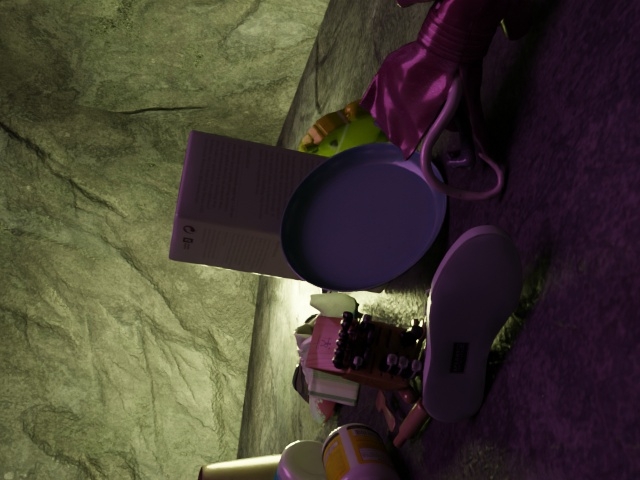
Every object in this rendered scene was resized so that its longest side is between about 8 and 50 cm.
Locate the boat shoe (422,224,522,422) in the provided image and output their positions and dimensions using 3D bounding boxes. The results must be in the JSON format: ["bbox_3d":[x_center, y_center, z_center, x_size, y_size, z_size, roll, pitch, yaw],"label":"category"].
[{"bbox_3d":[0.192,0.099,0.982,0.105,0.113,0.306,-86,-5,-57],"label":"boat shoe"}]

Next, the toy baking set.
[{"bbox_3d":[0.153,0.247,1.260,0.196,0.030,0.256,-87,15,-52],"label":"toy baking set"}]

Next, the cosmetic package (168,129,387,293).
[{"bbox_3d":[-0.066,-0.055,1.523,0.161,0.454,0.230,114,163,-53],"label":"cosmetic package"}]

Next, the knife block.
[{"bbox_3d":[0.110,0.182,1.154,0.242,0.276,0.088,1,71,44],"label":"knife block"}]

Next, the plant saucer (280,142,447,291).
[{"bbox_3d":[0.079,-0.039,1.342,0.043,0.318,0.317,52,-146,-51],"label":"plant saucer"}]

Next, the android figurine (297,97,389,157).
[{"bbox_3d":[0.057,-0.224,1.633,0.056,0.273,0.248,52,145,20],"label":"android figurine"}]

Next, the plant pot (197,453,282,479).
[{"bbox_3d":[-0.177,0.684,1.876,0.323,0.281,0.322,-170,90,-78],"label":"plant pot"}]

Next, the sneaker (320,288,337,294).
[{"bbox_3d":[0.000,0.000,2.017,0.126,0.128,0.320,125,152,-62],"label":"sneaker"}]

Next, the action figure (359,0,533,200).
[{"bbox_3d":[0.178,-0.283,1.043,0.275,0.248,0.370,-94,15,-50],"label":"action figure"}]

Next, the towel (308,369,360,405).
[{"bbox_3d":[0.039,0.278,1.624,0.023,0.113,0.151,26,-107,-73],"label":"towel"}]

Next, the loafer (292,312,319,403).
[{"bbox_3d":[-0.012,0.313,1.928,0.084,0.096,0.267,-125,36,-47],"label":"loafer"}]

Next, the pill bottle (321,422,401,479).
[{"bbox_3d":[0.074,0.412,1.263,0.208,0.119,0.119,-120,41,-74],"label":"pill bottle"}]

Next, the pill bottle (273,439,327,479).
[{"bbox_3d":[-0.045,0.584,1.635,0.146,0.146,0.263,-101,24,-62],"label":"pill bottle"}]

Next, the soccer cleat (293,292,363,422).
[{"bbox_3d":[-0.005,0.269,1.732,0.116,0.143,0.331,-112,33,-70],"label":"soccer cleat"}]
